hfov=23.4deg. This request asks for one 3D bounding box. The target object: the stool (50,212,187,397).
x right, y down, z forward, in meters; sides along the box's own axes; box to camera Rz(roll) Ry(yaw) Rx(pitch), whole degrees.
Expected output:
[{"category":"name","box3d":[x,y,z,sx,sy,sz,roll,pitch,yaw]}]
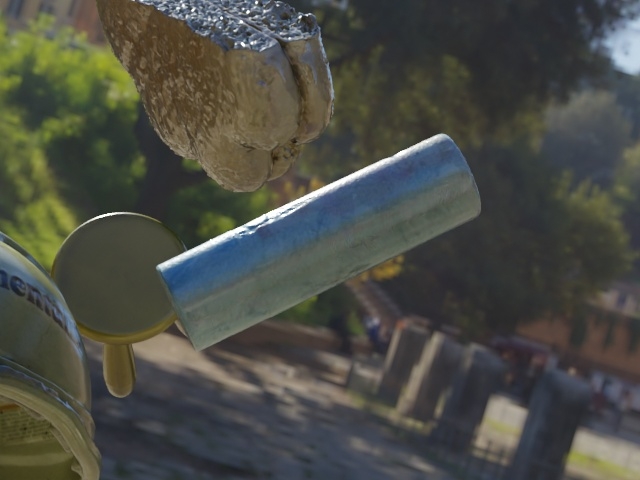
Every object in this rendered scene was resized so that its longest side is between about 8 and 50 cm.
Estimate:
[{"category":"stool","box3d":[-0.157,0.048,1.244,0.134,0.135,0.110,5,-23,1]}]

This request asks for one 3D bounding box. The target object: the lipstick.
[{"category":"lipstick","box3d":[0.000,0.000,0.759,0.158,0.048,0.048,-26,5,-8]}]

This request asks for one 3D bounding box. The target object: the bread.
[{"category":"bread","box3d":[-0.094,-0.148,1.388,0.102,0.183,0.337,-26,35,-21]}]

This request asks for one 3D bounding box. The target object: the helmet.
[{"category":"helmet","box3d":[-0.230,0.049,0.884,0.204,0.137,0.257,-10,-31,32]}]
